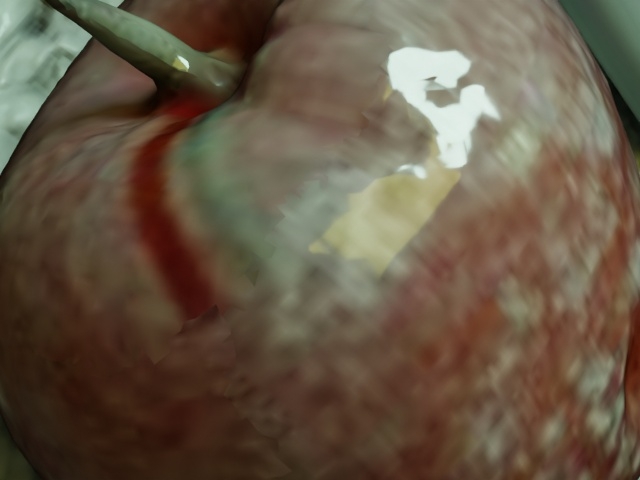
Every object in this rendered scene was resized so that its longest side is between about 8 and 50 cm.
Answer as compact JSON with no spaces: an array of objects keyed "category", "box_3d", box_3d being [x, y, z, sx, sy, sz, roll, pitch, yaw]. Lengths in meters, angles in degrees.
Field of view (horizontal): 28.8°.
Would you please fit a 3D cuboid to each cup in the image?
[{"category":"cup","box_3d":[0.173,-0.116,0.637,0.116,0.074,0.104,59,30,1]}]

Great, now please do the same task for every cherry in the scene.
[{"category":"cherry","box_3d":[0.000,0.000,0.423,0.285,0.213,0.236,39,77,-34]}]
